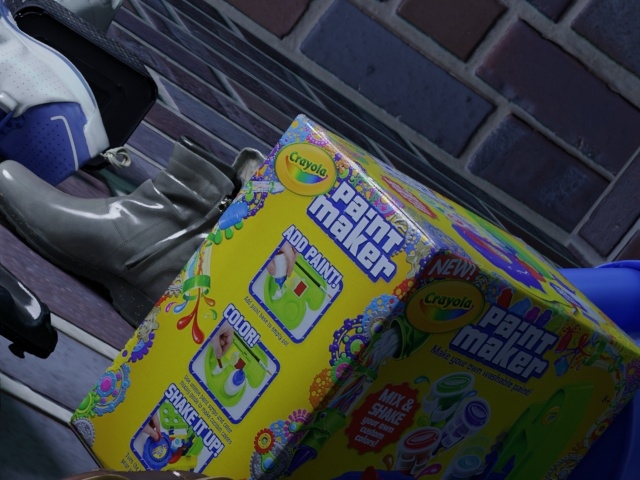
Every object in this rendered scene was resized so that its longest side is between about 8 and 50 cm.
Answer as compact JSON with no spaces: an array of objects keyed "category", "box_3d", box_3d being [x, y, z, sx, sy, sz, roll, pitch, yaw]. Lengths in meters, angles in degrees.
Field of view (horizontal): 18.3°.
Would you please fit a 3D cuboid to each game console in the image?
[{"category":"game console","box_3d":[-0.312,-0.024,1.383,0.213,0.044,0.361,26,6,-47]}]

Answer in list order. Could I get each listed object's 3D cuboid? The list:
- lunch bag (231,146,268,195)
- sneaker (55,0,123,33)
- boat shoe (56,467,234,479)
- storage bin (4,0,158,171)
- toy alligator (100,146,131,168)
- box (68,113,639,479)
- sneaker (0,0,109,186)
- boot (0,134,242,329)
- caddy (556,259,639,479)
[{"category":"lunch bag","box_3d":[0.024,0.072,1.892,0.235,0.169,0.287,21,25,-53]},{"category":"sneaker","box_3d":[-0.328,-0.298,2.466,0.099,0.121,0.262,38,10,11]},{"category":"boat shoe","box_3d":[-0.127,0.174,1.190,0.073,0.073,0.207,0,-6,29]},{"category":"storage bin","box_3d":[-0.274,-0.169,2.061,0.180,0.122,0.084,32,11,-29]},{"category":"toy alligator","box_3d":[-0.276,-0.110,2.007,0.051,0.056,0.189,-9,-27,41]},{"category":"box","box_3d":[0.033,0.107,1.418,0.290,0.279,0.177,26,15,-47]},{"category":"sneaker","box_3d":[-0.353,-0.166,1.816,0.315,0.127,0.182,56,42,-1]},{"category":"boot","box_3d":[-0.157,-0.031,1.724,0.246,0.161,0.083,38,10,4]},{"category":"caddy","box_3d":[0.207,0.177,1.610,0.179,0.341,0.241,4,30,-42]}]
